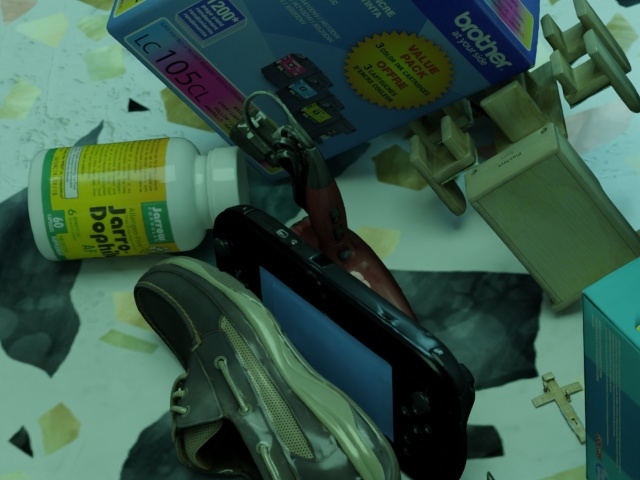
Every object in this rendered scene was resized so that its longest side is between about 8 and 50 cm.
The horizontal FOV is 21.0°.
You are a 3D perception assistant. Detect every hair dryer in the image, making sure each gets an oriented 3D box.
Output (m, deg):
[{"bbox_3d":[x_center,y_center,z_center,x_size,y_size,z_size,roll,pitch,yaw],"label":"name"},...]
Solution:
[{"bbox_3d":[0.000,0.000,1.602,0.080,0.223,0.293,-37,95,-5],"label":"hair dryer"}]

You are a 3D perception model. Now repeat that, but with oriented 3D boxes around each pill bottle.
[{"bbox_3d":[-0.180,-0.043,1.738,0.208,0.117,0.117,-4,47,6],"label":"pill bottle"}]

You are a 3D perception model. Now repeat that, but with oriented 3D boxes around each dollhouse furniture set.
[{"bbox_3d":[0.218,-0.077,1.669,0.212,0.161,0.242,-31,30,21],"label":"dollhouse furniture set"}]

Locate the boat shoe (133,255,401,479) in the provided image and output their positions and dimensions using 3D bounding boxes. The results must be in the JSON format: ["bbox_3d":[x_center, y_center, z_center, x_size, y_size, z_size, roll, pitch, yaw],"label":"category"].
[{"bbox_3d":[-0.076,0.142,1.540,0.130,0.132,0.355,-34,49,-20],"label":"boat shoe"}]

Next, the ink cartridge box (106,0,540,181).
[{"bbox_3d":[0.031,-0.246,1.673,0.395,0.270,0.151,-24,40,32],"label":"ink cartridge box"}]

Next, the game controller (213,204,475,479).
[{"bbox_3d":[0.014,0.094,1.542,0.067,0.166,0.319,-25,46,-34],"label":"game controller"}]

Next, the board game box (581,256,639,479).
[{"bbox_3d":[0.335,0.202,1.323,0.079,0.254,0.336,-29,50,-17],"label":"board game box"}]

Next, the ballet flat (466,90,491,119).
[{"bbox_3d":[0.128,-0.170,1.837,0.250,0.084,0.058,24,91,25],"label":"ballet flat"}]

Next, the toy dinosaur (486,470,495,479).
[{"bbox_3d":[0.144,0.293,1.368,0.160,0.121,0.313,-5,50,-7],"label":"toy dinosaur"}]

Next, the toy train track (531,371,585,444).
[{"bbox_3d":[0.221,0.148,1.557,0.048,0.014,0.083,-20,48,-8],"label":"toy train track"}]
